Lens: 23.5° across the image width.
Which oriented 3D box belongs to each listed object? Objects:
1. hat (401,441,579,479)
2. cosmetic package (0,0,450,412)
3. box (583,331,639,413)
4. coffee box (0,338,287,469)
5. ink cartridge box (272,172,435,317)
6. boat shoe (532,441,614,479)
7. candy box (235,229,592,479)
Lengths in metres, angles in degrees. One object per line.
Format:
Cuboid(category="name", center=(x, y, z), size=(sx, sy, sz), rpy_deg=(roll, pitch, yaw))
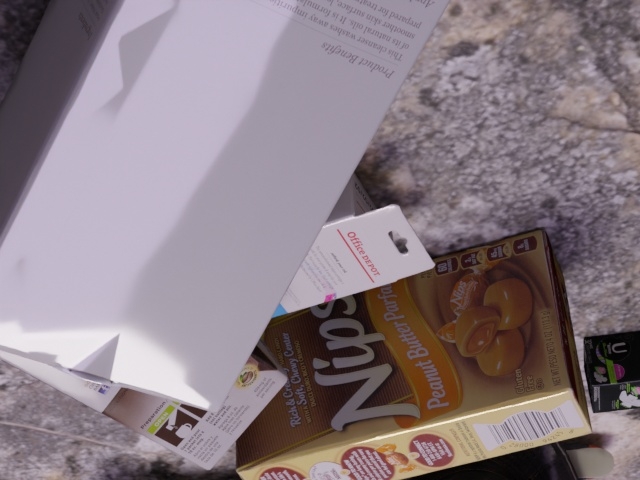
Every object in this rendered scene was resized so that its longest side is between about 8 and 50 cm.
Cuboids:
Cuboid(category="hat", center=(0.159, 0.332, 1.608), size=(0.331, 0.134, 0.331), rpy_deg=(-4, 107, -14))
Cuboid(category="cosmetic package", center=(-0.093, -0.091, 1.073), size=(0.217, 0.156, 0.385), rpy_deg=(22, 110, -27))
Cuboid(category="box", center=(0.312, 0.132, 1.560), size=(0.083, 0.062, 0.052), rpy_deg=(-7, 139, 5))
Cuboid(category="coffee box", center=(-0.191, 0.056, 1.324), size=(0.297, 0.168, 0.119), rpy_deg=(35, 98, -38))
Cuboid(category="ink cartridge box", center=(0.000, 0.000, 1.375), size=(0.181, 0.061, 0.104), rpy_deg=(-17, 139, 16))
Cuboid(category="boat shoe", center=(0.255, 0.243, 1.707), size=(0.137, 0.049, 0.043), rpy_deg=(2, 179, -7))
Cuboid(category="candy box", center=(0.079, 0.122, 1.433), size=(0.317, 0.183, 0.087), rpy_deg=(-15, 139, 14))
